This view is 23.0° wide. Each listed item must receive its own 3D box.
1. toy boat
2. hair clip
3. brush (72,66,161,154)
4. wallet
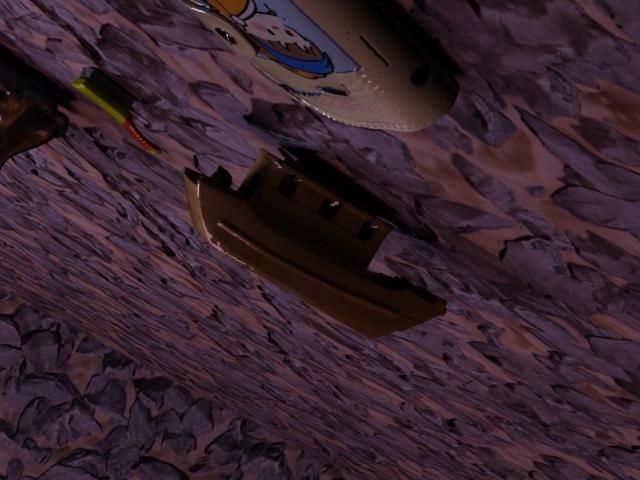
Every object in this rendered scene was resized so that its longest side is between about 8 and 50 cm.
[{"bbox_3d":[0.000,0.000,1.025,0.200,0.077,0.057,31,-179,-24],"label":"toy boat"},{"bbox_3d":[-0.340,-0.173,1.153,0.359,0.095,0.110,41,-160,-15],"label":"hair clip"},{"bbox_3d":[-0.137,-0.090,1.098,0.083,0.021,0.019,44,161,-32],"label":"brush"},{"bbox_3d":[-0.019,-0.106,0.723,0.110,0.039,0.155,14,160,47],"label":"wallet"}]
